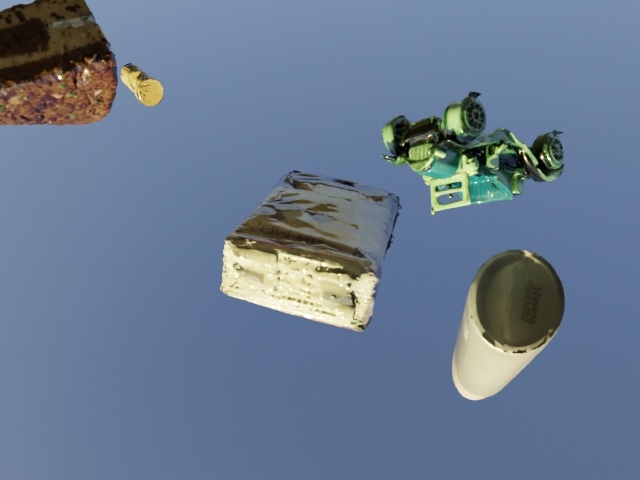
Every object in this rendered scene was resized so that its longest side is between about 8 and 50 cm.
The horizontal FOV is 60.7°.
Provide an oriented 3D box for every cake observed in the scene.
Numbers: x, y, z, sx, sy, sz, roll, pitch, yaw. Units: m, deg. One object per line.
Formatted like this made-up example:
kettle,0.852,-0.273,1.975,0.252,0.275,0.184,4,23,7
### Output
cake,-0.373,-0.187,0.651,0.246,0.135,0.112,-25,-102,-19

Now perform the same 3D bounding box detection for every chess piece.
chess piece,-0.388,-0.340,1.167,0.060,0.060,0.172,-39,-136,-9

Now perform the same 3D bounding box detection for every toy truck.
toy truck,0.127,-0.056,0.437,0.080,0.154,0.077,-6,-101,51

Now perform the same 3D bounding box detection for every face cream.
face cream,0.175,0.094,0.551,0.073,0.269,0.107,19,-108,16

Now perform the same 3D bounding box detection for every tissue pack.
tissue pack,0.000,0.000,0.940,0.243,0.125,0.343,14,-152,8
